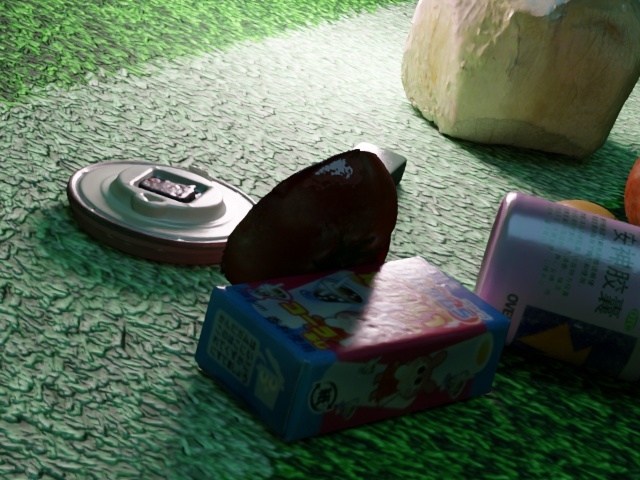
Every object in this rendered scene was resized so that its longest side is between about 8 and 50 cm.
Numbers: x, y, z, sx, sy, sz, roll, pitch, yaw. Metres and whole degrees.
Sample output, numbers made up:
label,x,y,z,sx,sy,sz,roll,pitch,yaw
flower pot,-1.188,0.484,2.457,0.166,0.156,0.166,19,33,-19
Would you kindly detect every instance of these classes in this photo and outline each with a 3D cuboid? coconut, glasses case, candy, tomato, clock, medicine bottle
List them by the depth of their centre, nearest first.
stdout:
label,x,y,z,sx,sy,sz,roll,pitch,yaw
candy,0.039,0.105,1.482,0.305,0.100,0.157,-6,30,-42
tomato,0.000,0.003,1.560,0.225,0.225,0.085,-8,53,-42
medicine bottle,0.329,0.065,1.646,0.290,0.178,0.178,17,23,4
clock,-0.188,-0.044,1.738,0.244,0.056,0.244,12,24,-6
glasses case,0.060,-0.089,2.005,0.077,0.039,0.184,21,24,13
coconut,0.355,-0.348,2.361,0.404,0.405,0.404,12,23,-5

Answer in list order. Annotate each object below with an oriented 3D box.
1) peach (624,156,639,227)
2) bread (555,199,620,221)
label,x,y,z,sx,sy,sz,roll,pitch,yaw
peach,0.532,-0.063,2.010,0.232,0.233,0.232,12,23,-5
bread,0.346,0.008,1.891,0.147,0.098,0.217,20,25,3
